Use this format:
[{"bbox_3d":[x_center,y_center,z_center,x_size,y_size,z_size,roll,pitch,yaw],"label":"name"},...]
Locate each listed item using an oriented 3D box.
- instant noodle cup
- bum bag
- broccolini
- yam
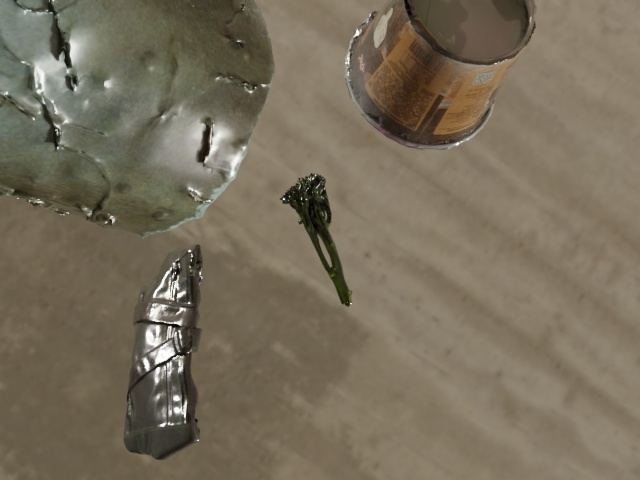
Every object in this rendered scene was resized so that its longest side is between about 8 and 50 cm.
[{"bbox_3d":[0.157,-0.252,1.663,0.217,0.217,0.207,35,-25,0],"label":"instant noodle cup"},{"bbox_3d":[-0.128,0.097,1.111,0.087,0.197,0.049,-25,-39,34],"label":"bum bag"},{"bbox_3d":[-0.001,0.003,1.882,0.058,0.074,0.201,153,-78,-75],"label":"broccolini"},{"bbox_3d":[-0.211,-0.151,0.803,0.348,0.241,0.241,30,-13,-37],"label":"yam"}]
